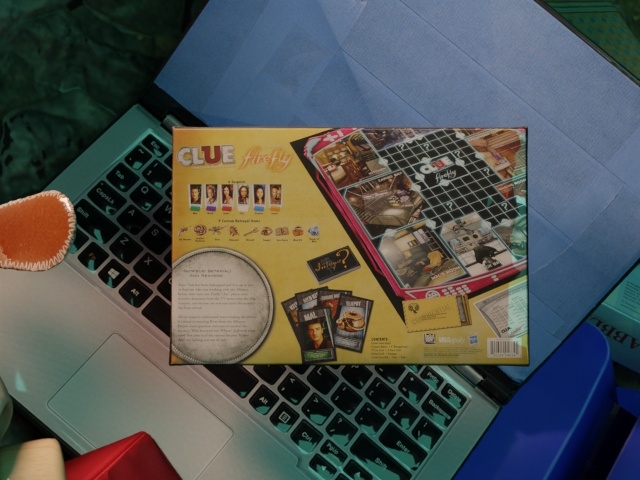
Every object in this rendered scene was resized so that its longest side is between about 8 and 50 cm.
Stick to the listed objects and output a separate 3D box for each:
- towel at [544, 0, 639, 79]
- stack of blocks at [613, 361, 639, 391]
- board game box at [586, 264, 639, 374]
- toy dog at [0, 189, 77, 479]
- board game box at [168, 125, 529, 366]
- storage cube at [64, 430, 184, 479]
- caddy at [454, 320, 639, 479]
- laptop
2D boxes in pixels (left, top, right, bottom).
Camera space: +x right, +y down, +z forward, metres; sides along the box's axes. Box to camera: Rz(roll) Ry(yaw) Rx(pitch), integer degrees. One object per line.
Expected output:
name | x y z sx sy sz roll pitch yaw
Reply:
towel | 0.228 -0.133 1.274 0.271 0.040 0.370 -4 53 -34
stack of blocks | 0.390 0.219 1.325 0.171 0.087 0.297 -28 92 -36
board game box | 0.393 0.022 1.303 0.318 0.066 0.318 27 48 0
toy dog | -0.233 0.046 0.765 0.220 0.161 0.334 -22 58 -27
board game box | 0.020 0.005 0.945 0.243 0.042 0.165 1 86 0
storage cube | -0.161 0.263 0.869 0.184 0.215 0.193 54 48 -7
caddy | 0.210 0.231 1.112 0.341 0.241 0.179 -52 149 -33
laptop | 0.000 0.000 0.976 0.382 0.236 0.408 40 58 3
